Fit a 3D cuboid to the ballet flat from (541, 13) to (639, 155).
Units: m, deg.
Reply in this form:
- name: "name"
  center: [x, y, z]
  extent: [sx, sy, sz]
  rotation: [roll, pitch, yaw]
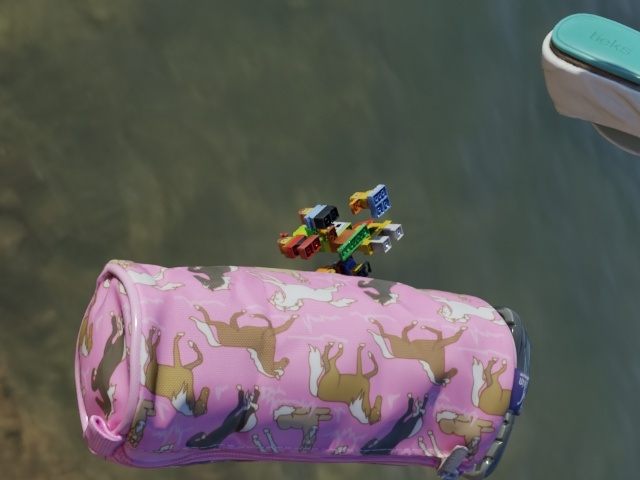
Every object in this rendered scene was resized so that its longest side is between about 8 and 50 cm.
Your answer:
- name: "ballet flat"
  center: [0.417, -0.127, 1.367]
  extent: [0.139, 0.400, 0.139]
  rotation: [-34, 140, -35]

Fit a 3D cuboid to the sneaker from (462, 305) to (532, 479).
- name: "sneaker"
  center: [0.266, 0.233, 1.843]
  extent: [0.106, 0.101, 0.267]
  rotation: [43, 56, -44]

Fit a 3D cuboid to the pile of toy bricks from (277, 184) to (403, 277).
- name: "pile of toy bricks"
  center: [0.000, 0.000, 1.542]
  extent: [0.212, 0.105, 0.118]
  rotation: [-42, 125, -43]

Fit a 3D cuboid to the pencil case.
- name: "pencil case"
  center: [-0.018, 0.113, 1.063]
  extent: [0.386, 0.160, 0.167]
  rotation: [7, 23, -28]
